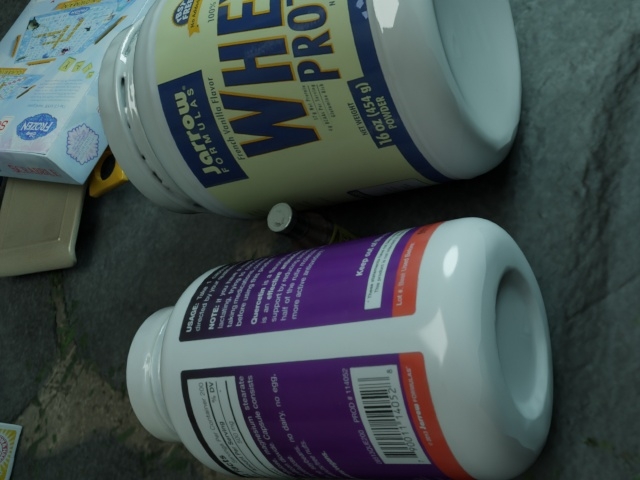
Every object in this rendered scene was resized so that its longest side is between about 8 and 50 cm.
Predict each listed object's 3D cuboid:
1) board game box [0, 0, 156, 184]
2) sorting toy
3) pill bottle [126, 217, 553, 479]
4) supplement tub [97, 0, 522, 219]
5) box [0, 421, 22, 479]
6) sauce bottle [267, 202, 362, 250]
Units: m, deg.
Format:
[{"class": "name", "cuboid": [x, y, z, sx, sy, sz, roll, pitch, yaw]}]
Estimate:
[{"class": "board game box", "cuboid": [-0.358, -0.230, 0.974, 0.318, 0.066, 0.318, 9, 64, 38]}, {"class": "sorting toy", "cuboid": [-0.373, -0.050, 0.977, 0.347, 0.047, 0.196, -8, 72, 33]}, {"class": "pill bottle", "cuboid": [0.003, 0.095, 0.565, 0.323, 0.181, 0.181, -11, 67, 32]}, {"class": "supplement tub", "cuboid": [-0.012, -0.145, 0.631, 0.324, 0.235, 0.235, -10, 68, 33]}, {"class": "box", "cuboid": [-0.477, 0.257, 0.833, 0.103, 0.203, 0.114, -3, 69, 34]}, {"class": "sauce bottle", "cuboid": [0.000, 0.000, 0.636, 0.042, 0.128, 0.042, -12, 68, 32]}]
